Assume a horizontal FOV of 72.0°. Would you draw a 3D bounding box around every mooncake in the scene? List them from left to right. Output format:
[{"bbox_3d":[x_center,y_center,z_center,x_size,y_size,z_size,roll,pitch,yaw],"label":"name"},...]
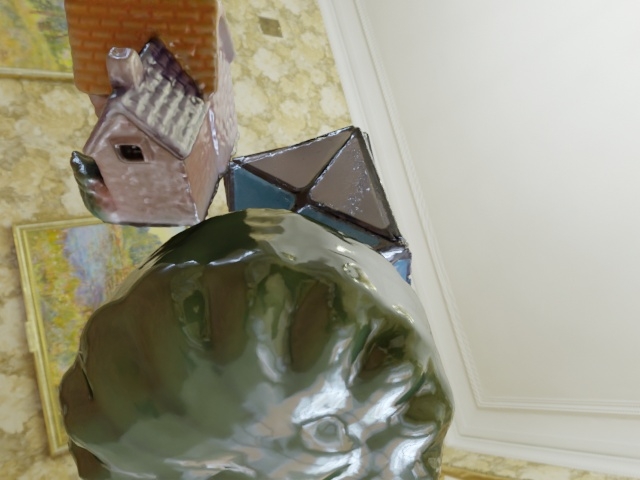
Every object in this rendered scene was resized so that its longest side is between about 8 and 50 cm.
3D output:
[{"bbox_3d":[-0.053,0.152,0.441,0.194,0.357,0.355,-82,178,-67],"label":"mooncake"}]

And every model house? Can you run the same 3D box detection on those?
[{"bbox_3d":[-0.230,-0.178,0.564,0.237,0.203,0.236,96,4,-50],"label":"model house"}]

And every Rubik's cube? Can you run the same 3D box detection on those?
[{"bbox_3d":[0.000,0.000,0.887,0.310,0.307,0.305,73,6,-55],"label":"Rubik's cube"}]
